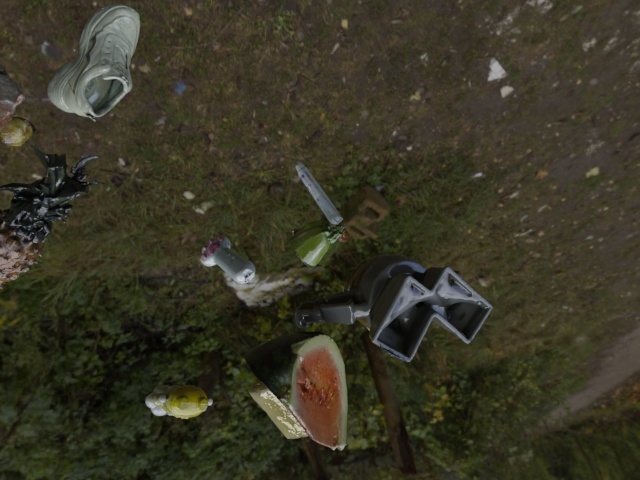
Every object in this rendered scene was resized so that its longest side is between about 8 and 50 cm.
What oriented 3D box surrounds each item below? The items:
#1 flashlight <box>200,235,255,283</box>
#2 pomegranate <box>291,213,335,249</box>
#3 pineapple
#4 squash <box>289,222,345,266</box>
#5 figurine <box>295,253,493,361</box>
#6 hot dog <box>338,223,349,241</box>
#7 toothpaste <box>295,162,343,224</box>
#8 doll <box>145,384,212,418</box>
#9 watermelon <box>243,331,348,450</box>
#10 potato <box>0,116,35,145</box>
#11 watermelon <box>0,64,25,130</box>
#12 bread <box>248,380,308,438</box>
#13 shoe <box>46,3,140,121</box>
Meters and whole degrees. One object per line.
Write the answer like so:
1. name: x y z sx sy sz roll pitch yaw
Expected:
1. flashlight: -0.238 0.049 1.091 0.093 0.200 0.047 -49 137 -14
2. pomegranate: -0.008 -0.017 1.487 0.169 0.122 0.143 -27 167 -40
3. pineapple: -0.608 -0.059 0.892 0.364 0.165 0.165 -42 140 8
4. squash: -0.002 -0.008 1.130 0.132 0.105 0.105 -41 139 16
5. figurine: 0.136 0.108 0.798 0.342 0.167 0.285 11 179 -21
6. hot dog: 0.077 -0.042 1.903 0.065 0.099 0.147 -53 153 -3
7. toothpaste: -0.007 -0.132 1.218 0.033 0.218 0.052 -18 158 -40
8. doll: -0.282 0.317 0.843 0.106 0.062 0.162 20 154 -34
9. watermelon: -0.015 0.219 0.697 0.128 0.159 0.303 -41 141 -14
10. potato: -1.148 -0.407 1.613 0.096 0.103 0.066 30 148 -35
11. watermelon: -0.830 -0.334 0.951 0.264 0.151 0.302 -15 160 34
12. bread: -0.079 0.410 1.064 0.139 0.060 0.178 -24 110 29
13. shoe: -0.570 -0.472 1.159 0.342 0.210 0.132 -57 152 -3
